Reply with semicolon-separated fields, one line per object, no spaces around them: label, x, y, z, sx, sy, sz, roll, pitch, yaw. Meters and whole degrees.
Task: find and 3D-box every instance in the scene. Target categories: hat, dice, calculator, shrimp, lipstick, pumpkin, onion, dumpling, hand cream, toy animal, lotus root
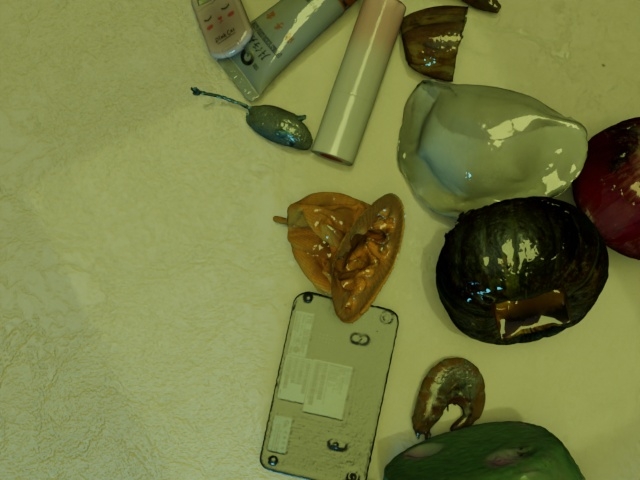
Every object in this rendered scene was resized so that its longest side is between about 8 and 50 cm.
hat;0.000;0.000;1.825;0.233;0.233;0.244;21;113;31
dice;0.298;0.515;1.671;0.318;0.330;0.322;-14;94;-4
calculator;-0.193;-0.436;1.876;0.100;0.032;0.175;-28;71;20
shrimp;0.246;0.316;1.837;0.132;0.051;0.187;29;92;1
lipstick;0.075;-0.312;1.861;0.087;0.087;0.326;19;87;2
pumpkin;0.360;0.058;1.724;0.320;0.320;0.192;-10;52;0
onion;0.594;-0.092;1.762;0.276;0.276;0.276;0;86;1
dumpling;0.307;-0.159;1.804;0.341;0.181;0.260;17;96;3
hand cream;-0.062;-0.422;1.879;0.314;0.089;0.139;-42;79;7
toy animal;-0.128;-0.246;1.862;0.253;0.079;0.070;26;65;-3
lotus root;0.223;-0.390;1.864;0.135;0.095;0.159;-1;81;5

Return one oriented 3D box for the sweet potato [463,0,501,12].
sweet potato;0.249;-0.521;1.884;0.244;0.077;0.077;23;87;-4

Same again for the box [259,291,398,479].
box;0.018;0.284;1.842;0.211;0.058;0.350;11;86;2
